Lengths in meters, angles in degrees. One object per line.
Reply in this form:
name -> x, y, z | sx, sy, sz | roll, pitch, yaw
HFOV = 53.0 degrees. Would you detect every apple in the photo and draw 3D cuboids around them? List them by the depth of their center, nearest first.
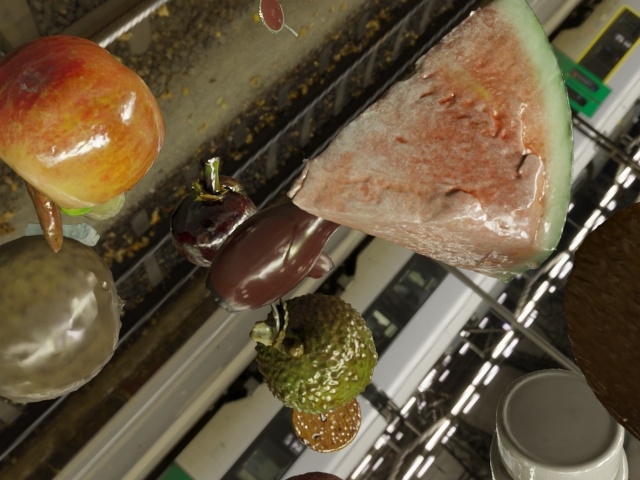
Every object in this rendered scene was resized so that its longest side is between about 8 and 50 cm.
apple -> -0.390, -0.210, 0.975 | 0.251, 0.293, 0.163 | -46, 161, -13

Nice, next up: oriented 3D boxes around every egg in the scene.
egg -> -0.665, -0.146, 1.907 | 0.164, 0.164, 0.202 | -44, 160, -33

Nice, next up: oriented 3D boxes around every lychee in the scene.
lychee -> -0.011, 0.237, 1.370 | 0.270, 0.270, 0.320 | -52, 164, 17

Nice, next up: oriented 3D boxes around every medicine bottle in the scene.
medicine bottle -> 0.384, 0.378, 1.043 | 0.208, 0.208, 0.340 | -45, 138, -29

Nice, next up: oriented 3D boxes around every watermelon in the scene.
watermelon -> 0.129, -0.078, 0.737 | 0.292, 0.283, 0.250 | -16, 163, 12

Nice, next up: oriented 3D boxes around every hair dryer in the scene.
hair dryer -> 0.000, 0.000, 1.032 | 0.312, 0.123, 0.340 | -38, 164, 13

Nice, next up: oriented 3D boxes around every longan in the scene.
longan -> -0.651, 0.177, 1.505 | 0.391, 0.391, 0.391 | -48, 171, -10

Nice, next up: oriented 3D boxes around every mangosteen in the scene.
mangosteen -> -0.278, -0.074, 1.635 | 0.231, 0.231, 0.289 | -43, 132, -40

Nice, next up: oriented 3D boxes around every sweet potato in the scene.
sweet potato -> -0.488, -0.107, 1.123 | 0.058, 0.256, 0.078 | -11, 172, -22

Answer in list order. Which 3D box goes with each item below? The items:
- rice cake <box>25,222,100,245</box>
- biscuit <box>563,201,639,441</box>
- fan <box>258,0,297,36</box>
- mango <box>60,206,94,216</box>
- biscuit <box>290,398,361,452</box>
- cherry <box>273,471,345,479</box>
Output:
rice cake -> -0.747, -0.018, 1.845 | 0.069, 0.206, 0.063 | 100, -8, -75
biscuit -> 0.342, 0.084, 0.594 | 0.037, 0.262, 0.262 | -9, 150, -29
fan -> -0.089, -0.475, 1.378 | 0.133, 0.005, 0.085 | 27, 65, -50
mango -> -0.397, -0.090, 1.069 | 0.108, 0.073, 0.056 | -62, 178, -2
biscuit -> 0.018, 0.507, 1.850 | 0.212, 0.212, 0.036 | -49, -175, -3
cherry -> 0.002, 0.613, 1.350 | 0.203, 0.300, 0.230 | -52, 142, 12
